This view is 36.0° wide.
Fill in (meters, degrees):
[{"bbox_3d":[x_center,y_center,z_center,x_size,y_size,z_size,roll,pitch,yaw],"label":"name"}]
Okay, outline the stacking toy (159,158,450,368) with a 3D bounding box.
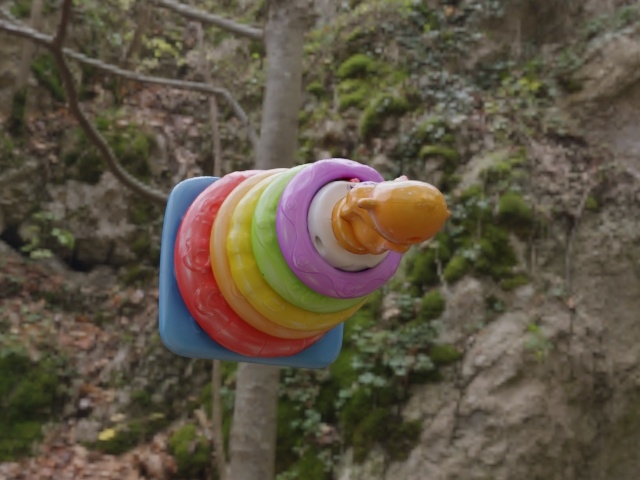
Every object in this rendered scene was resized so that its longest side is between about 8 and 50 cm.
[{"bbox_3d":[0.000,0.000,0.753,0.175,0.165,0.302,9,-15,-25],"label":"stacking toy"}]
